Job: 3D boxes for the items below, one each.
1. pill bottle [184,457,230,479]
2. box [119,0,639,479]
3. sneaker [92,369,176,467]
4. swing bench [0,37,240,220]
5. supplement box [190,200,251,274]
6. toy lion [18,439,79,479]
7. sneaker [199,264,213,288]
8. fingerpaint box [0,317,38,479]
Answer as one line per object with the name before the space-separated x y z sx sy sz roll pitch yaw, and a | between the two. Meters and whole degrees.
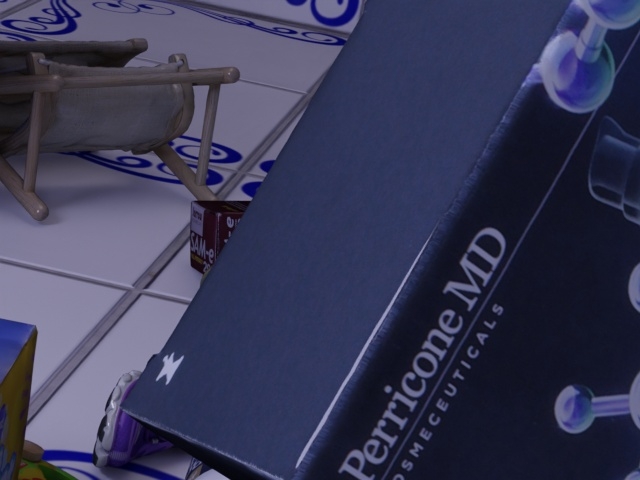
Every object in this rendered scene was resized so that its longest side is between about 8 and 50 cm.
pill bottle | -0.050 0.183 1.302 0.094 0.094 0.169 11 16 0
box | 0.155 0.077 1.016 0.395 0.293 0.212 35 -11 -25
sneaker | -0.117 0.135 1.474 0.071 0.068 0.170 22 19 18
swing bench | -0.271 -0.139 2.108 0.253 0.165 0.254 -6 23 -43
supplement box | 0.000 0.000 1.899 0.239 0.073 0.130 0 6 -15
toy lion | -0.188 0.178 1.336 0.096 0.034 0.100 26 8 7
sneaker | -0.033 0.066 1.745 0.192 0.064 0.086 19 14 17
fingerpaint box | -0.386 0.154 1.067 0.371 0.163 0.445 10 16 0
